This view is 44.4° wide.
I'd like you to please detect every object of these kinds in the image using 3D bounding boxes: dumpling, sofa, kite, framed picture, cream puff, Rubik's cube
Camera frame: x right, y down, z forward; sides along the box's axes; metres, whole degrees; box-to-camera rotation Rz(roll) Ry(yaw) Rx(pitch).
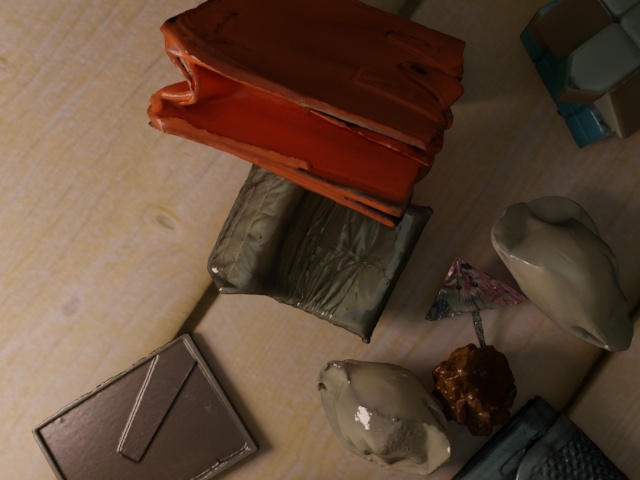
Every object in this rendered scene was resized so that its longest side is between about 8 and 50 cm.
[{"bbox_3d":[0.324,0.034,1.003,0.229,0.124,0.151,50,56,0],"label":"dumpling"},{"bbox_3d":[0.000,0.000,0.960,0.176,0.225,0.210,27,89,22],"label":"sofa"},{"bbox_3d":[0.202,0.091,1.031,0.139,0.011,0.157,-12,106,25],"label":"kite"},{"bbox_3d":[-0.243,0.272,1.076,0.265,0.018,0.192,-31,85,3],"label":"framed picture"},{"bbox_3d":[0.195,0.192,1.007,0.122,0.094,0.116,26,59,-9],"label":"cream puff"},{"bbox_3d":[0.377,-0.227,0.952,0.224,0.213,0.265,-29,88,1],"label":"Rubik's cube"},{"bbox_3d":[0.079,0.238,1.009,0.111,0.155,0.181,-9,45,-25],"label":"dumpling"}]

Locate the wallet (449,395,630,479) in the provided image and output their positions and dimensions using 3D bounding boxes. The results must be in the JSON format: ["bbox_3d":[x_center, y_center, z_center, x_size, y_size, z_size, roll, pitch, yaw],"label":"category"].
[{"bbox_3d":[0.325,0.399,1.000,0.237,0.075,0.342,-44,85,-2],"label":"wallet"}]

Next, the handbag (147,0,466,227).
[{"bbox_3d":[0.011,-0.187,0.885,0.303,0.410,0.116,21,120,4],"label":"handbag"}]
